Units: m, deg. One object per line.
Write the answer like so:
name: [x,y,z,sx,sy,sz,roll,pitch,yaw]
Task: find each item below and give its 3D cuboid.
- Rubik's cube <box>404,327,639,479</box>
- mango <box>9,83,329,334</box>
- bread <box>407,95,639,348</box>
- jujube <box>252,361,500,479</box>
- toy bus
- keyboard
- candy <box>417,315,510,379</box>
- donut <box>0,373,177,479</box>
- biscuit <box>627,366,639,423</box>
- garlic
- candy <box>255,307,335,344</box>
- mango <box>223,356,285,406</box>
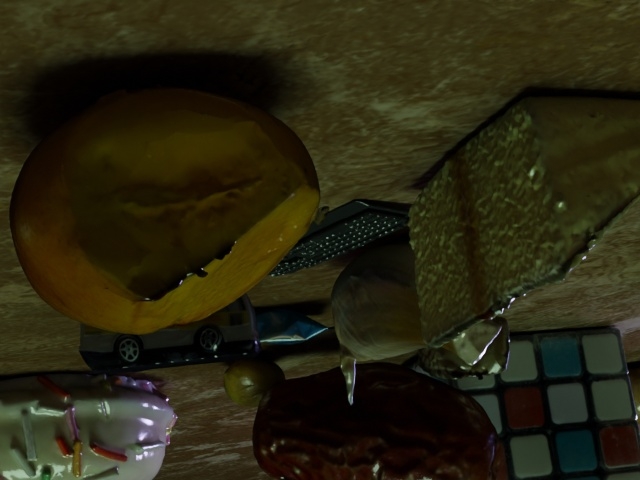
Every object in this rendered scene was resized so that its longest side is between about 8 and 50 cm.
Rubik's cube: [0.256,0.269,1.931,0.253,0.256,0.259,-3,165,-16]
mango: [-0.106,-0.012,0.936,0.187,0.138,0.257,-21,174,-18]
bread: [0.186,-0.008,1.069,0.178,0.135,0.240,-1,162,-21]
jujube: [0.065,0.242,1.729,0.290,0.197,0.197,8,170,16]
toy bus: [-0.145,0.086,1.410,0.172,0.072,0.057,-6,164,4]
keyboard: [0.000,0.002,1.264,0.074,0.015,0.196,5,161,-38]
candy: [0.164,0.123,1.678,0.095,0.085,0.110,6,168,-7]
donut: [-0.371,0.271,1.887,0.383,0.142,0.382,-7,165,-2]
biscuit: [0.613,0.233,2.279,0.326,0.107,0.325,-6,162,-2]
garlic: [0.064,0.070,1.329,0.090,0.128,0.198,-15,172,-45]
candy: [-0.054,0.090,1.548,0.136,0.038,0.088,3,177,-10]
mango: [-0.084,0.173,1.815,0.079,0.057,0.114,-5,158,11]
